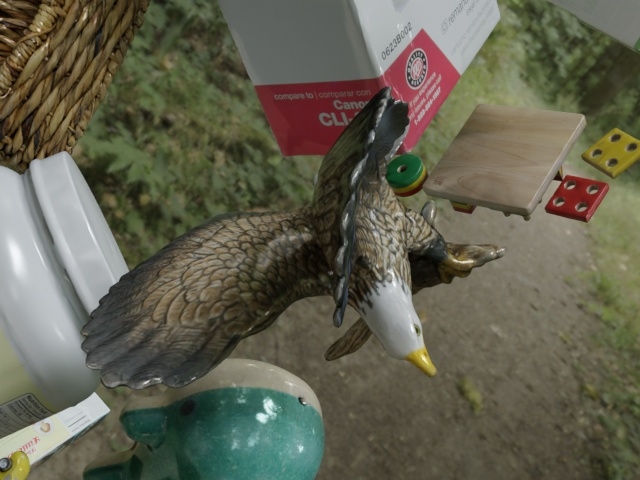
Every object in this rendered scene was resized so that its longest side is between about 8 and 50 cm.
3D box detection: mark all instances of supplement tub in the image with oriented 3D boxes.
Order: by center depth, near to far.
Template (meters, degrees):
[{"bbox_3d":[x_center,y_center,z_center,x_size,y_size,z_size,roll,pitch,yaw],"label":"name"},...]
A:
[{"bbox_3d":[-0.338,0.073,0.812,0.235,0.325,0.235,156,-90,-82],"label":"supplement tub"}]

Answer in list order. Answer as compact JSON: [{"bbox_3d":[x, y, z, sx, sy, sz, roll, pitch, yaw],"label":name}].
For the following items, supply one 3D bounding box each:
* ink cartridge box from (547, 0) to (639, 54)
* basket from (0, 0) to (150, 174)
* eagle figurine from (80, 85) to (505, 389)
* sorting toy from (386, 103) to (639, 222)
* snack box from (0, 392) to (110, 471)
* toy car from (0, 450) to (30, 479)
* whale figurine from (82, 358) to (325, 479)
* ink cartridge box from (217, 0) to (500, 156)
[{"bbox_3d":[0.357,-0.331,1.067,0.056,0.171,0.235,15,23,-34],"label":"ink cartridge box"},{"bbox_3d":[-0.317,-0.234,0.911,0.223,0.299,0.213,28,-6,-30],"label":"basket"},{"bbox_3d":[0.007,0.006,0.638,0.225,0.226,0.298,22,6,38],"label":"eagle figurine"},{"bbox_3d":[0.207,-0.078,0.965,0.274,0.132,0.046,14,-29,42],"label":"sorting toy"},{"bbox_3d":[-0.597,0.358,1.796,0.187,0.060,0.322,47,38,9],"label":"snack box"},{"bbox_3d":[-0.571,0.449,1.425,0.053,0.239,0.225,36,12,22],"label":"toy car"},{"bbox_3d":[-0.121,0.232,0.928,0.216,0.272,0.141,38,31,-41],"label":"whale figurine"},{"bbox_3d":[0.022,-0.316,0.892,0.279,0.160,0.384,-54,134,-37],"label":"ink cartridge box"}]
